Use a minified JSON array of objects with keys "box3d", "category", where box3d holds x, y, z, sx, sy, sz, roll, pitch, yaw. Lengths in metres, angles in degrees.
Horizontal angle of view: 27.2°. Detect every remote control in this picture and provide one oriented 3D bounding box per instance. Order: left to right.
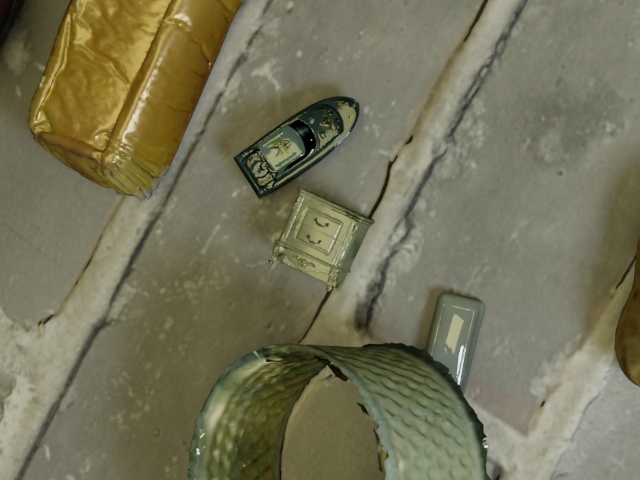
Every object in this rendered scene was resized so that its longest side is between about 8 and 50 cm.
[{"box3d":[0.123,0.146,1.347,0.049,0.027,0.184,13,92,12],"category":"remote control"}]

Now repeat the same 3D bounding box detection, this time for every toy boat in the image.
[{"box3d":[-0.018,-0.103,1.372,0.141,0.060,0.055,-34,80,6],"category":"toy boat"}]

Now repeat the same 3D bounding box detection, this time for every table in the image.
[{"box3d":[0.000,0.000,1.361,0.079,0.062,0.083,25,94,12],"category":"table"}]

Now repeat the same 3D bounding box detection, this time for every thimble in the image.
[{"box3d":[0.011,0.224,1.252,0.270,0.150,0.271,-7,80,40],"category":"thimble"}]

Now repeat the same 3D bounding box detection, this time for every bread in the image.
[{"box3d":[-0.190,-0.195,1.379,0.152,0.119,0.288,24,92,15],"category":"bread"}]

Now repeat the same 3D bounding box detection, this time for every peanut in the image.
[{"box3d":[0.351,0.035,1.269,0.103,0.098,0.230,15,93,-29],"category":"peanut"}]

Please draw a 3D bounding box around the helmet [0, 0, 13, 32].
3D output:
[{"box3d":[-0.423,-0.279,1.393,0.189,0.193,0.216,-31,78,14],"category":"helmet"}]
